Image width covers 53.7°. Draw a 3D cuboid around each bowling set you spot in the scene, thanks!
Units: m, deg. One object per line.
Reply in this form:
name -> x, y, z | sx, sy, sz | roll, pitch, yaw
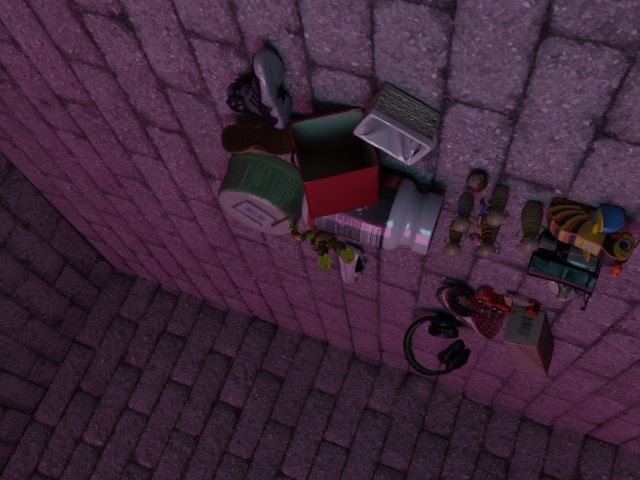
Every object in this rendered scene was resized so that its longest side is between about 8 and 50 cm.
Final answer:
bowling set -> 0.409, -0.060, 1.629 | 0.287, 0.154, 0.200 | -15, 131, 39

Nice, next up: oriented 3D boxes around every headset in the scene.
headset -> 0.511, 0.403, 2.534 | 0.394, 0.244, 0.185 | -24, 165, 23

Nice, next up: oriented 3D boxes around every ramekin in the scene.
ramekin -> -0.185, -0.144, 2.058 | 0.303, 0.148, 0.303 | 20, 158, 8

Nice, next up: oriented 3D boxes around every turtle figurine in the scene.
turtle figurine -> 0.000, 0.000, 1.865 | 0.269, 0.217, 0.087 | -3, 125, -19

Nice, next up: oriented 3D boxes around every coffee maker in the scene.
coffee maker -> 0.660, 0.082, 1.725 | 0.178, 0.171, 0.120 | 17, 174, 19

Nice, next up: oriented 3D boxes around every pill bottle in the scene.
pill bottle -> 0.147, -0.094, 1.770 | 0.362, 0.210, 0.210 | 17, 157, 12

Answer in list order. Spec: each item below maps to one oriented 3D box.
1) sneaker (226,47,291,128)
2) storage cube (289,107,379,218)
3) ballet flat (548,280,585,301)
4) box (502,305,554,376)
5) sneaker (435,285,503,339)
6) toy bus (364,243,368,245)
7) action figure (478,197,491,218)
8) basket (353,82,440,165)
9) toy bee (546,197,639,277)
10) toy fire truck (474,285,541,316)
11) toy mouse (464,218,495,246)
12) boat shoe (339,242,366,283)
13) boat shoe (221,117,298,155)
sneaker -> -0.167, -0.378, 1.566 | 0.153, 0.101, 0.269 | 15, 159, 14
storage cube -> 0.036, -0.192, 1.603 | 0.214, 0.184, 0.193 | -13, 154, -1
ballet flat -> 0.724, 0.134, 1.901 | 0.076, 0.079, 0.221 | -5, 145, 48
box -> 0.769, 0.374, 2.323 | 0.121, 0.148, 0.311 | 8, 155, 31
sneaker -> 0.552, 0.253, 2.318 | 0.299, 0.121, 0.112 | 39, 172, -22
toy bus -> 0.168, -0.035, 2.022 | 0.202, 0.104, 0.191 | 21, 158, 5
action figure -> 0.459, -0.075, 1.755 | 0.038, 0.030, 0.115 | 8, 156, 21
basket -> 0.181, -0.271, 1.474 | 0.167, 0.103, 0.113 | 28, 158, -10
toy bee -> 0.687, -0.002, 1.520 | 0.298, 0.162, 0.195 | 5, 150, 37
toy fire truck -> 0.648, 0.210, 2.193 | 0.192, 0.047, 0.135 | 28, 157, -9
toy mouse -> 0.452, -0.016, 1.886 | 0.143, 0.031, 0.161 | -3, 147, 47
boat shoe -> 0.129, 0.103, 2.391 | 0.084, 0.095, 0.258 | 19, 159, 21
boat shoe -> -0.136, -0.288, 1.771 | 0.302, 0.109, 0.098 | 2, -174, 33
